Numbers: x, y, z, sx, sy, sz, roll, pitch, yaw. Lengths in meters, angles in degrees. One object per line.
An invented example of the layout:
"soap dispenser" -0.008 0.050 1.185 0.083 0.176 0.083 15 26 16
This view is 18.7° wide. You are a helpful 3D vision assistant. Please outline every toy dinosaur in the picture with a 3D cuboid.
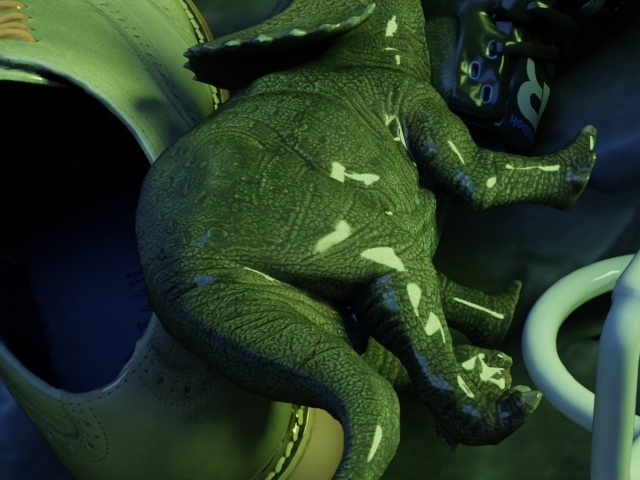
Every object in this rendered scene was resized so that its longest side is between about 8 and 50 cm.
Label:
"toy dinosaur" 0.000 0.000 0.666 0.160 0.121 0.313 23 45 -2

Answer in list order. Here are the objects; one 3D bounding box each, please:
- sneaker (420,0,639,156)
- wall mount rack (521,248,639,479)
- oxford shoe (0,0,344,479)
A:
"sneaker" 0.102 -0.094 0.781 0.217 0.079 0.121 -13 61 22
"wall mount rack" 0.252 0.009 0.639 0.350 0.130 0.304 20 42 27
"oxford shoe" -0.112 -0.060 0.791 0.140 0.146 0.397 -34 56 1
